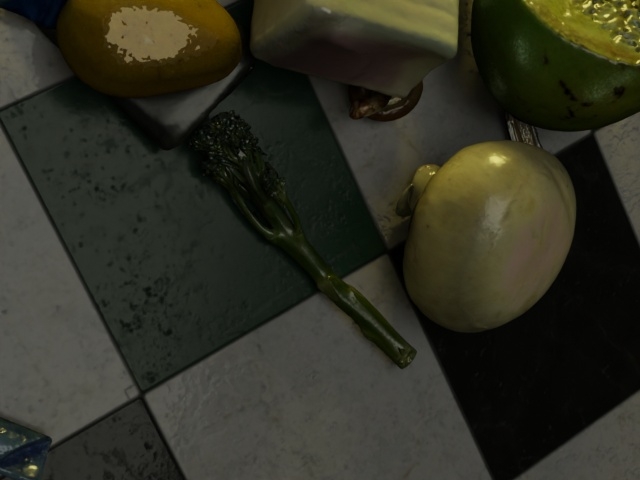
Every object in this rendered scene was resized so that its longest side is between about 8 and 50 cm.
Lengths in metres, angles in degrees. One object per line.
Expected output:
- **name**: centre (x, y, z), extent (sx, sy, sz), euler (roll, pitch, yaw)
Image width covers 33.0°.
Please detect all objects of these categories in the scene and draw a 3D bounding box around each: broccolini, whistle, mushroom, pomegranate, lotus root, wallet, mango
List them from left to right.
- **whistle**: centre (-0.422, 0.175, 1.103), extent (0.304, 0.062, 0.062), euler (27, 79, -21)
- **wallet**: centre (-0.200, -0.239, 1.209), extent (0.245, 0.052, 0.168), euler (45, 79, -10)
- **mango**: centre (-0.180, -0.214, 1.144), extent (0.195, 0.098, 0.137), euler (11, 86, -17)
- **broccolini**: centre (-0.003, 0.004, 1.275), extent (0.079, 0.074, 0.392), euler (-47, 105, -9)
- **mushroom**: centre (0.065, -0.181, 1.303), extent (0.129, 0.072, 0.088), euler (-32, 135, -44)
- **mushroom**: centre (0.189, -0.018, 1.305), extent (0.246, 0.202, 0.246), euler (-36, 147, -28)
- **lotus root**: centre (0.264, -0.144, 1.417), extent (0.037, 0.030, 0.083), euler (-19, 95, 9)
- **pomegranate**: centre (0.290, -0.285, 1.343), extent (0.358, 0.216, 0.310), euler (38, 62, 13)

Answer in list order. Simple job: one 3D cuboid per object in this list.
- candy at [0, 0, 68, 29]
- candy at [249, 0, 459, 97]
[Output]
- **candy**: centre (-0.385, -0.325, 1.065), extent (0.331, 0.187, 0.077), euler (15, 44, -23)
- **candy**: centre (0.047, -0.356, 1.226), extent (0.208, 0.145, 0.359), euler (13, 70, -23)
